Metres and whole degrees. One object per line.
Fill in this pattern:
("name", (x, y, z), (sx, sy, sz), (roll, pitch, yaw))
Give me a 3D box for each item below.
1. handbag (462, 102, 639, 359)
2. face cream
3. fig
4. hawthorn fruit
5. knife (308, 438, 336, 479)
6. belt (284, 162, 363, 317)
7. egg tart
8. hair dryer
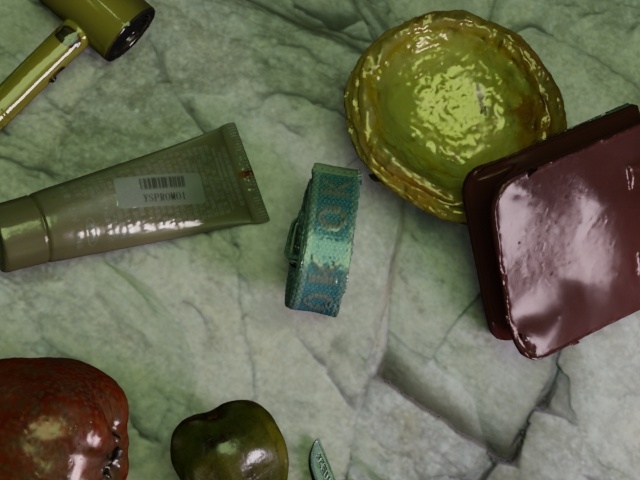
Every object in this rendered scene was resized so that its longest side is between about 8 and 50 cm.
("handbag", (0.322, -0.012, 1.769), (0.276, 0.084, 0.260), (-21, 113, -19))
("face cream", (-0.237, -0.044, 1.736), (0.341, 0.084, 0.137), (-17, 81, -23))
("fig", (-0.107, 0.277, 1.665), (0.127, 0.184, 0.133), (21, 37, 33))
("hawthorn fruit", (-0.348, 0.221, 1.585), (0.262, 0.210, 0.210), (14, 72, 16))
("knife", (0.027, 0.341, 1.711), (0.028, 0.015, 0.210), (-22, 80, -9))
("belt", (-0.001, 0.008, 1.730), (0.082, 0.147, 0.163), (12, 45, -5))
("egg tart", (0.171, -0.151, 1.817), (0.294, 0.123, 0.294), (2, 78, -8))
("hair dryer", (-0.349, -0.233, 1.761), (0.135, 0.090, 0.278), (42, 78, 1))
